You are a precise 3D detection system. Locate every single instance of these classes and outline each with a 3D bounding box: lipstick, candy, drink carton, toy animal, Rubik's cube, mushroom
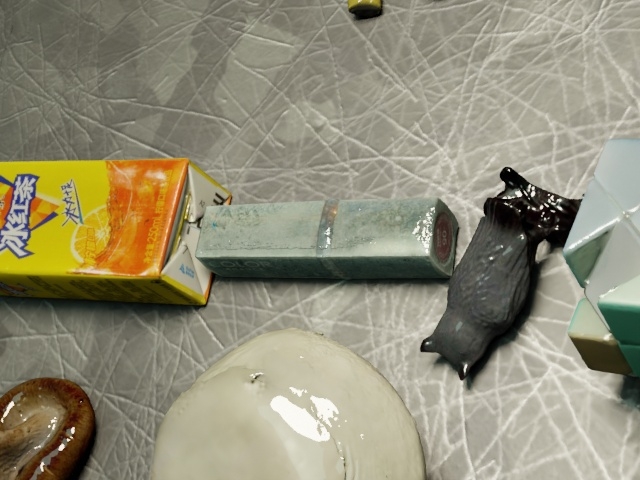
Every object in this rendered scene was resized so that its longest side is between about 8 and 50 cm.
[{"bbox_3d":[0.000,0.000,1.214,0.289,0.077,0.076,-2,68,27],"label":"lipstick"},{"bbox_3d":[-0.022,0.230,1.063,0.295,0.185,0.295,-3,83,21],"label":"candy"},{"bbox_3d":[-0.295,-0.011,1.346,0.351,0.111,0.154,1,69,27],"label":"drink carton"},{"bbox_3d":[0.175,0.034,1.091,0.121,0.117,0.210,27,80,26],"label":"toy animal"},{"bbox_3d":[0.346,0.037,0.957,0.265,0.213,0.224,5,56,40],"label":"Rubik's cube"},{"bbox_3d":[-0.373,0.236,1.213,0.148,0.217,0.227,12,74,29],"label":"mushroom"}]

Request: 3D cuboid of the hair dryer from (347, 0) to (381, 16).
[{"bbox_3d":[0.043,-0.409,1.353,0.090,0.135,0.279,-9,75,24],"label":"hair dryer"}]
